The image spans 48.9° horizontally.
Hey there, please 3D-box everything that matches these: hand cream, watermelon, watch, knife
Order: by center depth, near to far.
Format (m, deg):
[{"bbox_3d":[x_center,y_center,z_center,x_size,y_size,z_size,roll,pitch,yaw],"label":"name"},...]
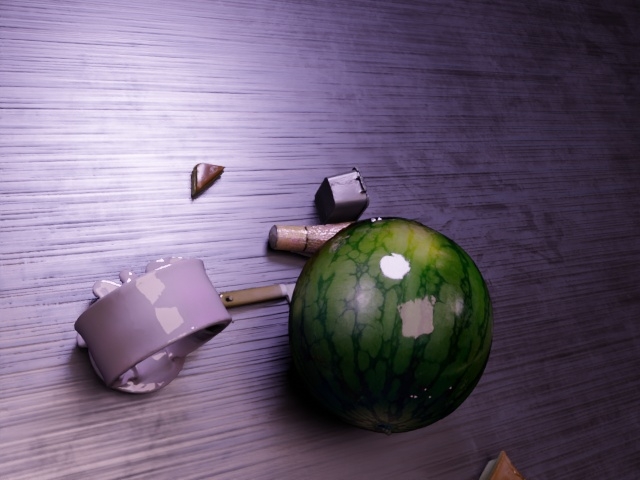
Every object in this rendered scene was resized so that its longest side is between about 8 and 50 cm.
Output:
[{"bbox_3d":[-0.237,0.099,1.041,0.244,0.231,0.196,-26,78,-32],"label":"watch"},{"bbox_3d":[0.116,0.139,1.155,0.363,0.363,0.363,12,62,-23],"label":"watermelon"},{"bbox_3d":[-0.052,0.097,1.275,0.298,0.017,0.047,-8,73,-35],"label":"knife"},{"bbox_3d":[0.000,0.000,1.315,0.203,0.084,0.084,3,65,-23],"label":"hand cream"}]

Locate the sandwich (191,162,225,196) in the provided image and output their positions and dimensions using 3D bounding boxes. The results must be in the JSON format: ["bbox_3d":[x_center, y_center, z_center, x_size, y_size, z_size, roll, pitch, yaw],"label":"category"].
[{"bbox_3d":[-0.214,-0.120,1.281,0.044,0.031,0.083,47,51,-6],"label":"sandwich"}]

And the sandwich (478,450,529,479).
[{"bbox_3d":[0.369,0.529,1.266,0.245,0.063,0.212,48,52,-2],"label":"sandwich"}]

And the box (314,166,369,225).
[{"bbox_3d":[0.038,-0.079,1.351,0.069,0.122,0.084,-12,71,-20],"label":"box"}]
